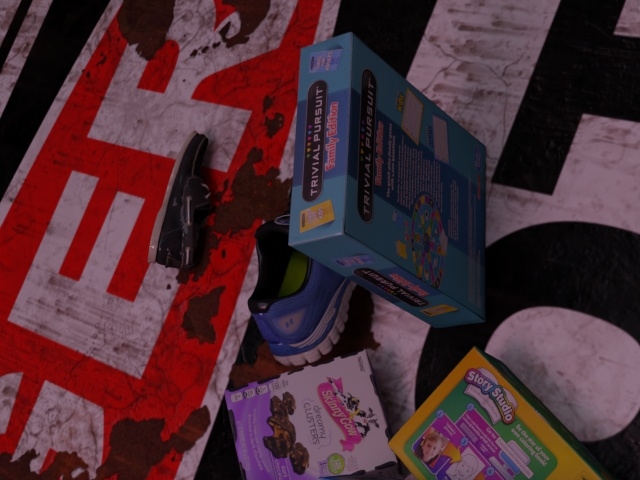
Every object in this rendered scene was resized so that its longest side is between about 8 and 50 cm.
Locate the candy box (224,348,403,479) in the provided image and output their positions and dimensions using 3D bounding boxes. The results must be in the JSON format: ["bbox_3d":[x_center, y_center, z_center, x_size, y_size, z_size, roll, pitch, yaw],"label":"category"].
[{"bbox_3d":[-0.009,0.249,1.533,0.196,0.070,0.165,-17,59,2],"label":"candy box"}]

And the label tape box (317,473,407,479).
[{"bbox_3d":[0.101,0.447,1.311,0.249,0.115,0.348,-1,80,46],"label":"label tape box"}]

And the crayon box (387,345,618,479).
[{"bbox_3d":[0.224,0.276,1.388,0.165,0.081,0.278,-49,50,8],"label":"crayon box"}]

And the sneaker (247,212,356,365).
[{"bbox_3d":[0.000,0.000,1.604,0.129,0.147,0.330,-4,47,36],"label":"sneaker"}]

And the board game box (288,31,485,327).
[{"bbox_3d":[0.093,-0.062,1.465,0.079,0.336,0.254,-12,63,33],"label":"board game box"}]

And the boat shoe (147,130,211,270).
[{"bbox_3d":[-0.208,-0.063,1.877,0.079,0.084,0.233,12,67,1],"label":"boat shoe"}]
